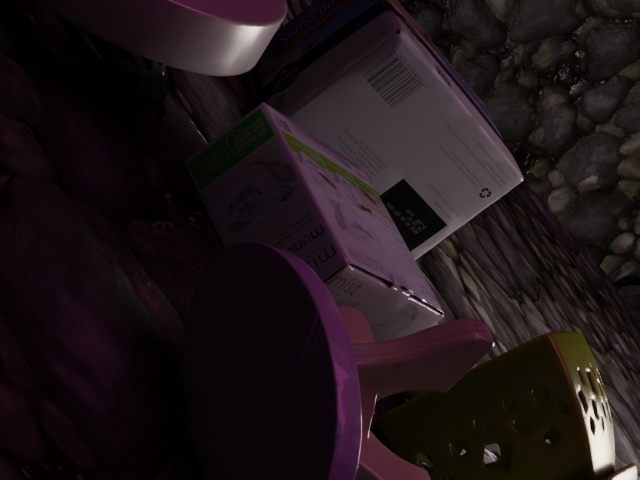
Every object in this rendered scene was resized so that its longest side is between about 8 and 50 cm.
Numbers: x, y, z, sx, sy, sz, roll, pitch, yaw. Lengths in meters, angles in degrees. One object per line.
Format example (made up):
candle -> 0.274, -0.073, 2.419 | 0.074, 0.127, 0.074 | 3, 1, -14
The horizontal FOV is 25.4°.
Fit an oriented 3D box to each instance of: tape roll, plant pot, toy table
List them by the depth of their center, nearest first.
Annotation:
toy table -> 0.006, 0.133, 1.179 | 0.161, 0.252, 0.274 | 20, 46, -37
tape roll -> -0.218, -0.316, 1.514 | 0.392, 0.072, 0.392 | 28, 24, -14
plant pot -> 0.230, 0.242, 1.623 | 0.207, 0.228, 0.227 | 64, 16, 13

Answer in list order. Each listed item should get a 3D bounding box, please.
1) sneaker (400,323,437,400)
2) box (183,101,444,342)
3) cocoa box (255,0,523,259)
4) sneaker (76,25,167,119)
sneaker -> 0.095, 0.108, 1.788 | 0.094, 0.080, 0.212 | 33, 25, -27
box -> 0.000, 0.000, 1.619 | 0.262, 0.126, 0.231 | 28, 30, -59
cocoa box -> 0.098, -0.188, 2.117 | 0.347, 0.231, 0.228 | 44, 17, -34
sneaker -> -0.231, -0.224, 1.562 | 0.224, 0.083, 0.098 | 55, -24, 40
